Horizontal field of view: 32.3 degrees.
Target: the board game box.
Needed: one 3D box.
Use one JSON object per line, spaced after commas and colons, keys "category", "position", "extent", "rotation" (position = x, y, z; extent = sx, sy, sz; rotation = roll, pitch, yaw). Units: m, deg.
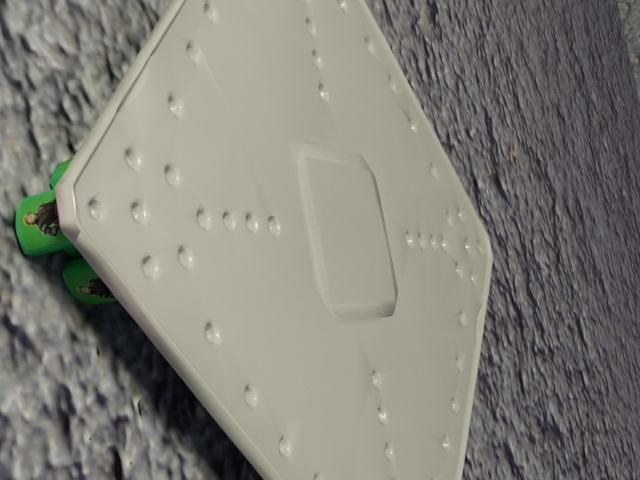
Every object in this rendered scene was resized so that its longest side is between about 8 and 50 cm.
{"category": "board game box", "position": [0.000, 0.000, 0.723], "extent": [0.390, 0.050, 0.390], "rotation": [57, 33, -31]}
